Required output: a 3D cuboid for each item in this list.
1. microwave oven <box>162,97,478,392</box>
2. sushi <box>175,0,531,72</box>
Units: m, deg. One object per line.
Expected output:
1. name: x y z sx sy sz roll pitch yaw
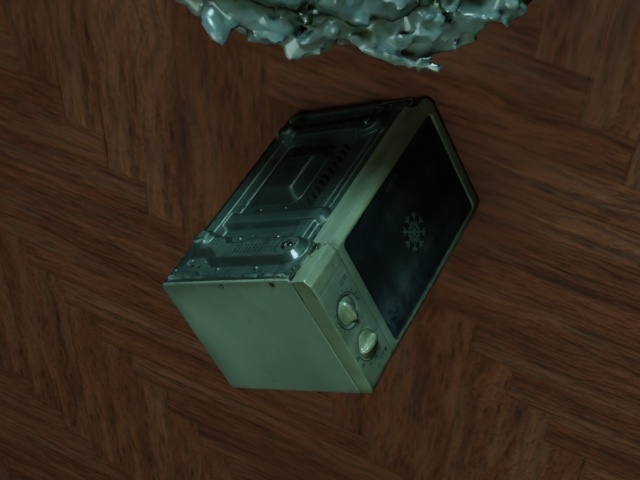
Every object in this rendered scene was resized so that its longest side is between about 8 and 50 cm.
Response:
1. microwave oven: 0.000 0.000 1.090 0.194 0.240 0.145 0 132 37
2. sushi: 0.018 -0.294 0.743 0.417 0.176 0.418 4 138 3
